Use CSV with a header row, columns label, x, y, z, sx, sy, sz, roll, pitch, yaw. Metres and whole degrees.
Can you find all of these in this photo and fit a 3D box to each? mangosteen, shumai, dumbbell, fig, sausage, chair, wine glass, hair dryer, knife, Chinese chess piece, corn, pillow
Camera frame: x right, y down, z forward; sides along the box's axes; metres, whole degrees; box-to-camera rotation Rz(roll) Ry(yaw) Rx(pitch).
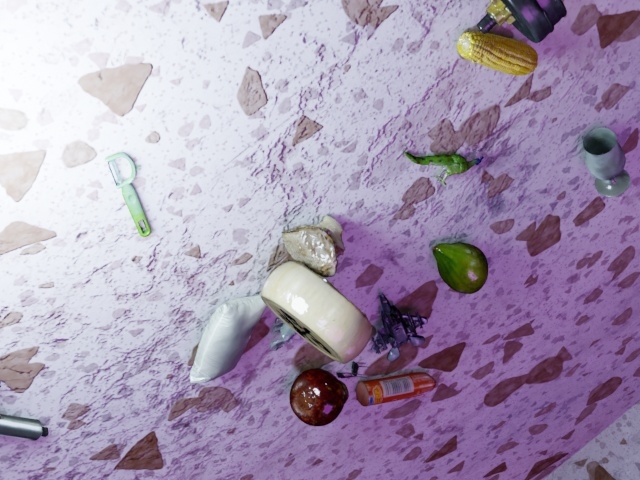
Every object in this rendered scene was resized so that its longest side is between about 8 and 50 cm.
label,x,y,z,sx,sy,sz,roll,pitch,yaw
mangosteen,0.003,0.396,2.141,0.181,0.156,0.145,-31,124,-51
shumai,-0.002,0.001,1.729,0.116,0.145,0.145,-45,146,-22
dumbbell,0.422,-0.503,1.413,0.388,0.185,0.185,-43,140,13
fig,0.336,0.061,2.012,0.156,0.123,0.123,21,119,-32
sausage,0.230,0.422,2.359,0.274,0.074,0.074,-5,134,-32
chair,0.088,0.351,2.222,0.086,0.042,0.037,-6,149,26
wine glass,0.699,-0.192,2.004,0.093,0.093,0.202,-36,142,5
hair dryer,-0.714,0.436,1.682,0.320,0.156,0.284,-42,131,-1
knife,-0.336,-0.082,1.487,0.054,0.015,0.212,-29,141,-17
Chinese chess piece,-0.009,0.153,1.752,0.104,0.257,0.257,-51,143,-11
corn,0.350,-0.366,1.603,0.206,0.067,0.067,3,130,-36
pillow,-0.204,0.216,1.844,0.144,0.078,0.254,-10,138,-43

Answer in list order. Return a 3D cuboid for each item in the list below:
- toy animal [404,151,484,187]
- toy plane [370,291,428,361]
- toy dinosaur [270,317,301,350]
label,x,y,z,sx,sy,sz,roll,pitch,yaw
toy animal,0.259,-0.157,1.788,0.217,0.041,0.075,0,130,-29
toy plane,0.192,0.213,2.104,0.169,0.078,0.246,-28,142,-4
toy dinosaur,-0.062,0.187,1.936,0.082,0.039,0.209,1,129,-34
